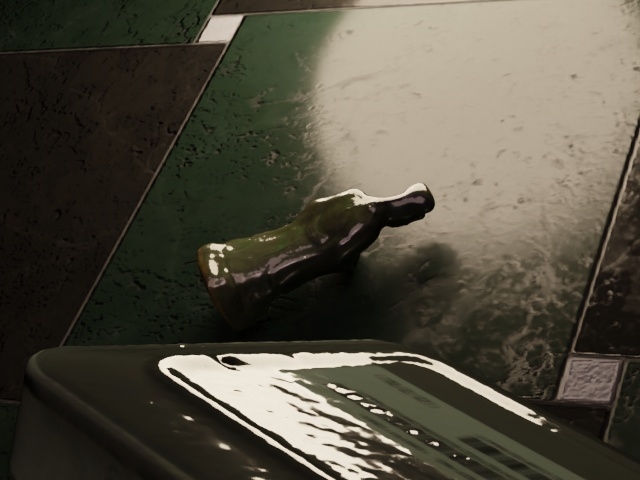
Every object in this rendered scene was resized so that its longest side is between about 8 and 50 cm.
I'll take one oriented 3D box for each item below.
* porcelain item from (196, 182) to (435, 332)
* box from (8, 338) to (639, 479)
[{"bbox_3d":[0.000,0.000,1.401,0.215,0.069,0.081,-25,37,4],"label":"porcelain item"},{"bbox_3d":[0.053,0.169,0.992,0.396,0.396,0.111,25,105,42],"label":"box"}]
